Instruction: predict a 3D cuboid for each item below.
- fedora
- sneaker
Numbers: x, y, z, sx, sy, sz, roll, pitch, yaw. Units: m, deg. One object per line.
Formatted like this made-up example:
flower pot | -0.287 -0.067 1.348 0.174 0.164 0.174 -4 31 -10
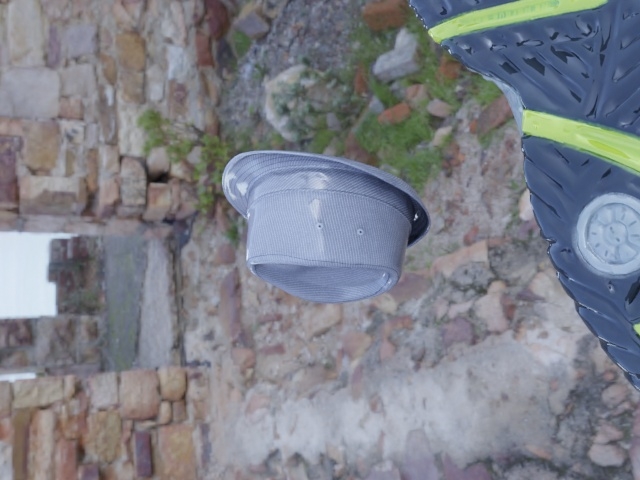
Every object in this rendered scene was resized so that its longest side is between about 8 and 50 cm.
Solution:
fedora | 0.000 0.000 0.873 0.244 0.275 0.125 121 159 -62
sneaker | 0.182 -0.071 0.371 0.145 0.147 0.385 -38 64 38
